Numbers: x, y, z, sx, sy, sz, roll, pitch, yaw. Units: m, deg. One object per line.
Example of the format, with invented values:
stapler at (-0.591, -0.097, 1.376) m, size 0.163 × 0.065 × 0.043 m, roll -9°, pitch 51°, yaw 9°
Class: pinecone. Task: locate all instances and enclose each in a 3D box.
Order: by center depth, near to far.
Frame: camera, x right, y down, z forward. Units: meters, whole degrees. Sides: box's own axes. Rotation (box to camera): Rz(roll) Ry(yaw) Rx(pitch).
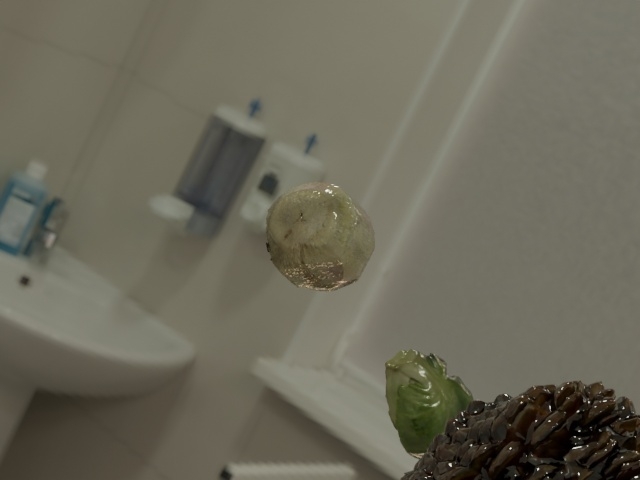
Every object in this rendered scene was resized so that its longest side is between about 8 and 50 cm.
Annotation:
pinecone at (0.162, 0.207, 1.044) m, size 0.221 × 0.221 × 0.221 m, roll 26°, pitch 10°, yaw -5°

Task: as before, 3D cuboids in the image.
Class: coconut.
coconut at (0.000, 0.000, 1.459) m, size 0.110 × 0.110 × 0.124 m, roll 32°, pitch -8°, yaw 30°

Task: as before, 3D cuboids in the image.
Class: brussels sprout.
brussels sprout at (0.155, 0.237, 2.049) m, size 0.101 × 0.181 × 0.139 m, roll 5°, pitch 41°, yaw 33°
